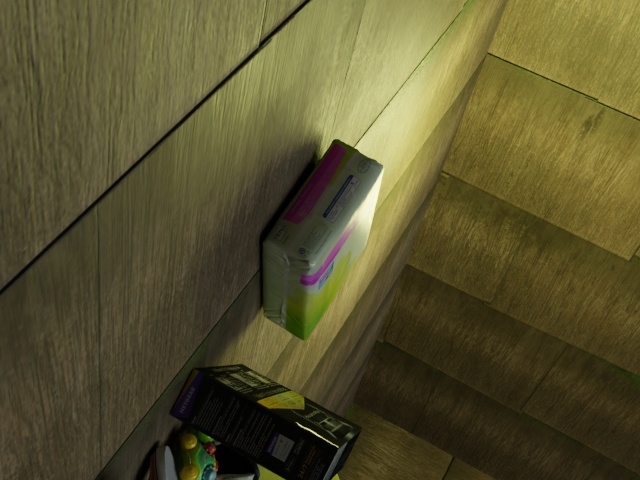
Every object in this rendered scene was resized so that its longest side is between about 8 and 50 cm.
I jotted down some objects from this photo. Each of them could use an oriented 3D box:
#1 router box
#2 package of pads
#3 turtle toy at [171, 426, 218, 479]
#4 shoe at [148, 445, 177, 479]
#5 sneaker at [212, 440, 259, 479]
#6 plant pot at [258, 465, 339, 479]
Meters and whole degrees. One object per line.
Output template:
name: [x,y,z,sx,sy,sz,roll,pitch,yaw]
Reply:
router box: [-0.072,0.286,1.457,0.081,0.243,0.309,-63,169,-2]
package of pads: [0.000,0.000,1.498,0.229,0.101,0.296,-56,168,-26]
turtle toy: [-0.191,0.333,1.422,0.095,0.066,0.130,125,-33,-50]
shoe: [-0.251,0.388,1.347,0.063,0.081,0.178,-72,158,-81]
sneaker: [-0.135,0.413,1.485,0.153,0.094,0.234,86,-5,-79]
plant pot: [-0.144,0.531,1.755,0.293,0.275,0.274,-12,130,-57]
